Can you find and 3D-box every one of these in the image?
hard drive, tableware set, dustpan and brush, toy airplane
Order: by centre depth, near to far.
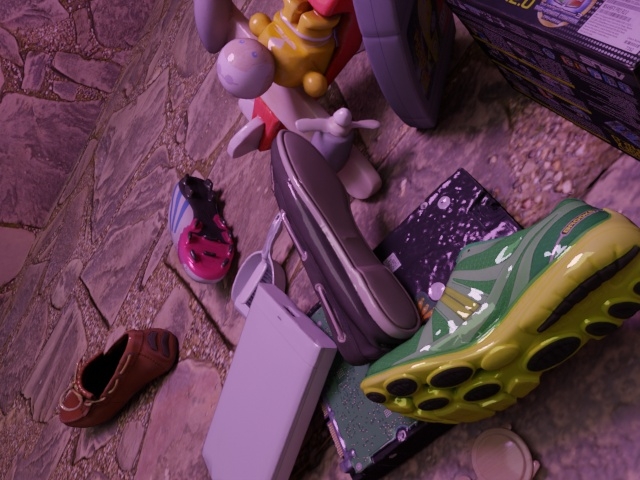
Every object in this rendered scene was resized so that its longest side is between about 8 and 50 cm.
[{"bbox_3d":[0.188,0.279,0.458,0.141,0.020,0.168,-55,42,13],"label":"tableware set"},{"bbox_3d":[0.122,0.104,0.586,0.339,0.064,0.237,-46,43,18],"label":"hard drive"},{"bbox_3d":[-0.088,0.242,0.690,0.203,0.040,0.307,34,107,55],"label":"hard drive"},{"bbox_3d":[-0.073,-0.270,0.783,0.386,0.272,0.384,10,113,33],"label":"toy airplane"},{"bbox_3d":[-0.101,0.051,0.848,0.147,0.060,0.211,31,93,49],"label":"dustpan and brush"}]

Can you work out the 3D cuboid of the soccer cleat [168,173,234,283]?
[{"bbox_3d":[-0.270,-0.005,1.034,0.143,0.116,0.331,-57,36,31],"label":"soccer cleat"}]

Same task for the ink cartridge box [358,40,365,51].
[{"bbox_3d":[0.034,-0.418,0.920,0.209,0.109,0.062,-6,65,45],"label":"ink cartridge box"}]

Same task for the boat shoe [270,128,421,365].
[{"bbox_3d":[0.000,0.000,0.600,0.095,0.112,0.335,-44,60,29],"label":"boat shoe"}]

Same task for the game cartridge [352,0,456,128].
[{"bbox_3d":[0.123,-0.286,0.627,0.060,0.294,0.196,12,78,28],"label":"game cartridge"}]

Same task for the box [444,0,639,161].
[{"bbox_3d":[0.259,-0.185,0.480,0.060,0.216,0.270,-49,42,18],"label":"box"}]

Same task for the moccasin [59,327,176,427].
[{"bbox_3d":[-0.479,0.308,1.039,0.380,0.147,0.139,-33,49,30],"label":"moccasin"}]

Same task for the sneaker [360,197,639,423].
[{"bbox_3d":[0.162,0.077,0.453,0.295,0.109,0.123,-42,22,25],"label":"sneaker"}]
